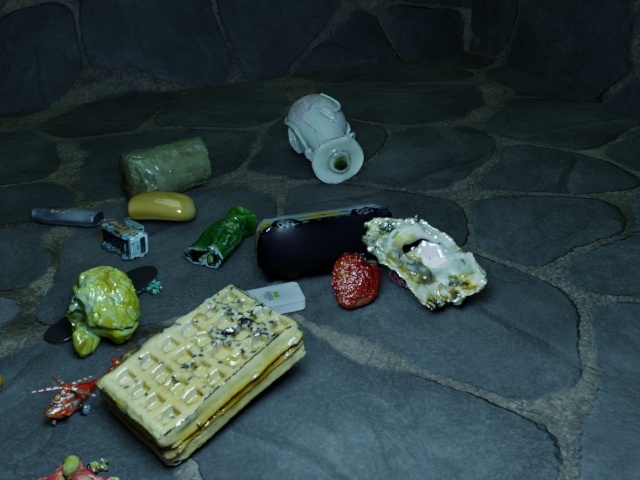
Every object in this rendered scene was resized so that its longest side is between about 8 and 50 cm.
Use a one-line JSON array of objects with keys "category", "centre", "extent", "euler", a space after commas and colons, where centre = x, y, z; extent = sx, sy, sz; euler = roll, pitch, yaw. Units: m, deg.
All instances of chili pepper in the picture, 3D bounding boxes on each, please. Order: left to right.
[{"category": "chili pepper", "centre": [-0.276, -0.019, 1.963], "extent": [0.136, 0.099, 0.270], "euler": [-13, 25, 37]}]

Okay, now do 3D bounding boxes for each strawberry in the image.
[{"category": "strawberry", "centre": [0.091, 0.107, 1.700], "extent": [0.131, 0.148, 0.131], "euler": [12, -10, 2]}]

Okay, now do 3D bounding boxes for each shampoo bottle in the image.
[{"category": "shampoo bottle", "centre": [-0.832, -0.079, 2.159], "extent": [0.234, 0.049, 0.087], "euler": [4, 28, 13]}]

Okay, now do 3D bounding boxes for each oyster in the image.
[{"category": "oyster", "centre": [0.262, 0.049, 1.706], "extent": [0.201, 0.107, 0.354], "euler": [-36, 62, -17]}]

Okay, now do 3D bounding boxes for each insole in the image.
[{"category": "insole", "centre": [-0.566, 0.160, 1.717], "extent": [0.119, 0.009, 0.348], "euler": [14, 39, 32]}]

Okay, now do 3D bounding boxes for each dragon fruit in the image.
[{"category": "dragon fruit", "centre": [-0.410, 0.440, 1.091], "extent": [0.166, 0.160, 0.172], "euler": [-47, 28, 7]}]

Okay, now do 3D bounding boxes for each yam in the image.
[{"category": "yam", "centre": [-0.542, -0.244, 2.293], "extent": [0.300, 0.195, 0.195], "euler": [-21, 34, -30]}]

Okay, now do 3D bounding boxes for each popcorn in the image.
[{"category": "popcorn", "centre": [-0.524, 0.170, 1.568], "extent": [0.198, 0.198, 0.212], "euler": [28, 77, 43]}]

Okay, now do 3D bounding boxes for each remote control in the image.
[{"category": "remote control", "centre": [-0.168, 0.162, 1.685], "extent": [0.250, 0.034, 0.103], "euler": [-11, 30, -14]}]

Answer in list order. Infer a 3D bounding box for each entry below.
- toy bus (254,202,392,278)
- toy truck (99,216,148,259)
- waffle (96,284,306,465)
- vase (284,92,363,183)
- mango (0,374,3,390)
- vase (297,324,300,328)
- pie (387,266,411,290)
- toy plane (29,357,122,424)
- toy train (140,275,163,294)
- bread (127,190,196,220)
[{"category": "toy bus", "centre": [0.000, 0.000, 1.840], "extent": [0.387, 0.171, 0.162], "euler": [-9, 12, -13]}, {"category": "toy truck", "centre": [-0.580, -0.009, 1.987], "extent": [0.115, 0.080, 0.178], "euler": [-17, 29, -42]}, {"category": "waffle", "centre": [-0.239, 0.263, 1.369], "extent": [0.376, 0.113, 0.261], "euler": [-36, 39, -30]}, {"category": "vase", "centre": [0.011, -0.385, 2.466], "extent": [0.250, 0.249, 0.445], "euler": [-9, 34, -11]}, {"category": "mango", "centre": [-0.748, 0.315, 1.444], "extent": [0.114, 0.057, 0.079], "euler": [4, 33, 28]}, {"category": "vase", "centre": [-0.124, 0.209, 1.558], "extent": [0.081, 0.081, 0.149], "euler": [-28, 34, -37]}, {"category": "pie", "centre": [0.273, 0.076, 1.785], "extent": [0.183, 0.049, 0.182], "euler": [-4, 35, 3]}, {"category": "toy plane", "centre": [-0.511, 0.316, 1.407], "extent": [0.126, 0.077, 0.194], "euler": [6, 22, 9]}, {"category": "toy train", "centre": [-0.472, 0.122, 1.791], "extent": [0.092, 0.029, 0.045], "euler": [16, 42, 28]}, {"category": "bread", "centre": [-0.507, -0.111, 2.112], "extent": [0.218, 0.098, 0.147], "euler": [1, 8, 5]}]
